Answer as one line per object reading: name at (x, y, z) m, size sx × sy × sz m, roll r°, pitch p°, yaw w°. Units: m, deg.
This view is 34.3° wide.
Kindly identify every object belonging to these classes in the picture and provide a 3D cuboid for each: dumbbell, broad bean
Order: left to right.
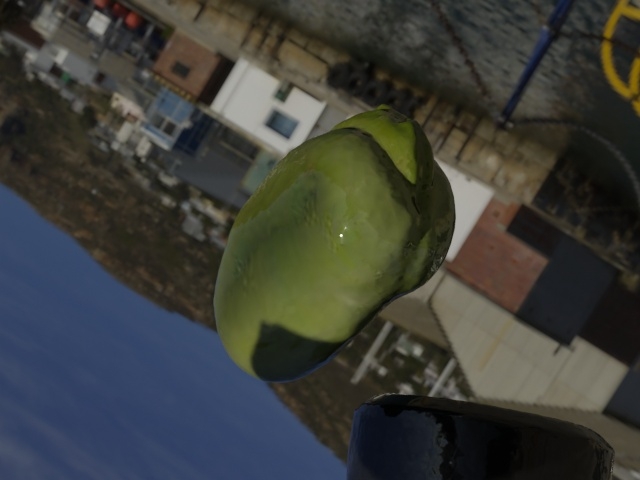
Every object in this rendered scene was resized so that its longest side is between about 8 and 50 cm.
broad bean at (0.000, 0.000, 0.568) m, size 0.082 × 0.174 × 0.124 m, roll 22°, pitch -131°, yaw -36°
dumbbell at (0.078, 0.207, 0.592) m, size 0.152 × 0.218 × 0.152 m, roll 10°, pitch 168°, yaw 2°
